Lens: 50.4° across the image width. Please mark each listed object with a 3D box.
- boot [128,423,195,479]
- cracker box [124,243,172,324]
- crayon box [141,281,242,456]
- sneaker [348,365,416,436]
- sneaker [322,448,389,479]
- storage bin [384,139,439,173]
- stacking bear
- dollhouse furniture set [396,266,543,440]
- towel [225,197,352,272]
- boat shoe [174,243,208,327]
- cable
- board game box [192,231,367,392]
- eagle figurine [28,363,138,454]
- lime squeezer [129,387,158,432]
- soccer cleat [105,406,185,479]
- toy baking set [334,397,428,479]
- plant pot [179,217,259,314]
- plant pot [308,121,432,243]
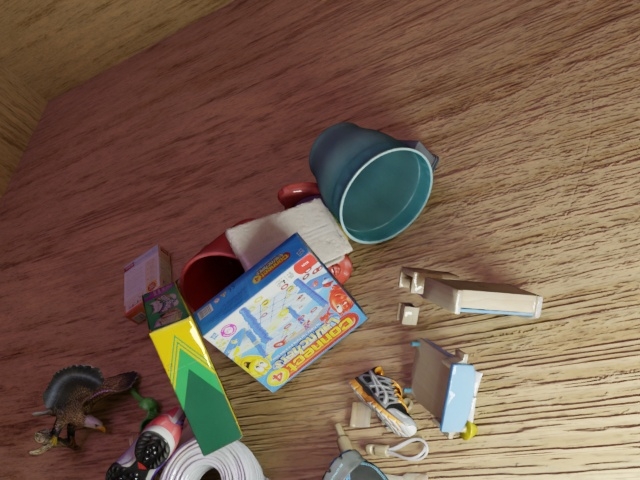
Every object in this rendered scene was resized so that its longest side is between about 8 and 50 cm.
[{"bbox_3d":[-0.370,0.522,1.758,0.262,0.095,0.203,29,80,45],"label":"boot"},{"bbox_3d":[-0.573,0.143,2.258,0.156,0.067,0.232,-32,44,16],"label":"cracker box"},{"bbox_3d":[-0.320,0.292,1.637,0.106,0.313,0.363,-24,15,-13],"label":"crayon box"},{"bbox_3d":[0.143,0.339,1.461,0.083,0.084,0.215,-38,35,-11],"label":"sneaker"},{"bbox_3d":[0.018,0.594,1.353,0.140,0.125,0.340,29,87,29],"label":"sneaker"},{"bbox_3d":[0.235,-0.220,1.847,0.135,0.091,0.098,12,67,46],"label":"storage bin"},{"bbox_3d":[0.000,0.000,1.825,0.164,0.175,0.289,-13,54,-8],"label":"stacking bear"},{"bbox_3d":[0.296,0.235,1.452,0.286,0.198,0.303,-156,73,-69],"label":"dollhouse furniture set"},{"bbox_3d":[-0.078,0.008,1.692,0.282,0.049,0.187,-19,63,-22],"label":"towel"},{"bbox_3d":[-0.387,0.149,2.042,0.122,0.120,0.324,30,87,51],"label":"boat shoe"},{"bbox_3d":[-0.255,0.579,1.569,0.257,0.089,0.257,-44,56,-2],"label":"cable"},{"bbox_3d":[-0.087,0.180,1.616,0.308,0.302,0.086,-39,43,2],"label":"board game box"},{"bbox_3d":[-0.704,0.482,2.007,0.298,0.225,0.226,-63,17,-1],"label":"eagle figurine"},{"bbox_3d":[-0.500,0.513,1.909,0.110,0.059,0.310,-35,43,13],"label":"lime squeezer"},{"bbox_3d":[-0.423,0.525,1.661,0.318,0.109,0.116,-51,0,34],"label":"soccer cleat"},{"bbox_3d":[0.128,0.435,1.457,0.197,0.030,0.256,-33,42,15],"label":"toy baking set"},{"bbox_3d":[-0.204,0.082,1.840,0.275,0.275,0.243,-18,24,29],"label":"plant pot"},{"bbox_3d":[0.104,-0.171,1.762,0.271,0.271,0.255,-45,46,2],"label":"plant pot"}]
